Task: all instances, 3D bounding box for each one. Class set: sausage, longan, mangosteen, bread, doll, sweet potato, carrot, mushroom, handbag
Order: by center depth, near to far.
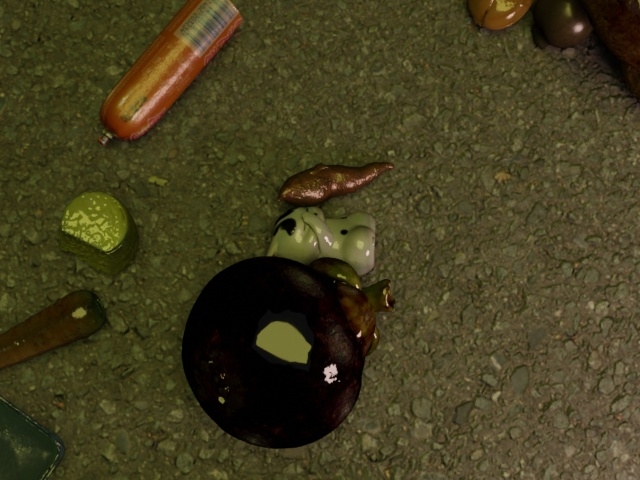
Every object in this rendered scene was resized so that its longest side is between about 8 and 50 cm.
[{"bbox_3d":[-0.061,0.154,1.548,0.297,0.297,0.313,29,38,1],"label":"mangosteen"},{"bbox_3d":[-0.528,0.364,1.589,0.179,0.062,0.229,34,82,5],"label":"handbag"},{"bbox_3d":[-0.483,0.164,1.616,0.298,0.078,0.078,-24,84,-3],"label":"carrot"},{"bbox_3d":[-0.352,-0.017,1.627,0.129,0.114,0.111,22,75,-3],"label":"bread"},{"bbox_3d":[0.007,-0.001,1.647,0.181,0.107,0.110,12,38,-3],"label":"doll"},{"bbox_3d":[0.578,-0.403,1.670,0.239,0.345,0.345,-16,82,31],"label":"mushroom"},{"bbox_3d":[-0.259,-0.276,1.678,0.093,0.093,0.312,38,82,2],"label":"sausage"},{"bbox_3d":[0.017,-0.099,1.690,0.226,0.068,0.068,-17,83,-24],"label":"sweet potato"},{"bbox_3d":[0.408,-0.376,1.735,0.119,0.106,0.106,-41,85,34],"label":"longan"},{"bbox_3d":[0.321,-0.448,1.738,0.114,0.077,0.189,30,87,24],"label":"bread"}]
